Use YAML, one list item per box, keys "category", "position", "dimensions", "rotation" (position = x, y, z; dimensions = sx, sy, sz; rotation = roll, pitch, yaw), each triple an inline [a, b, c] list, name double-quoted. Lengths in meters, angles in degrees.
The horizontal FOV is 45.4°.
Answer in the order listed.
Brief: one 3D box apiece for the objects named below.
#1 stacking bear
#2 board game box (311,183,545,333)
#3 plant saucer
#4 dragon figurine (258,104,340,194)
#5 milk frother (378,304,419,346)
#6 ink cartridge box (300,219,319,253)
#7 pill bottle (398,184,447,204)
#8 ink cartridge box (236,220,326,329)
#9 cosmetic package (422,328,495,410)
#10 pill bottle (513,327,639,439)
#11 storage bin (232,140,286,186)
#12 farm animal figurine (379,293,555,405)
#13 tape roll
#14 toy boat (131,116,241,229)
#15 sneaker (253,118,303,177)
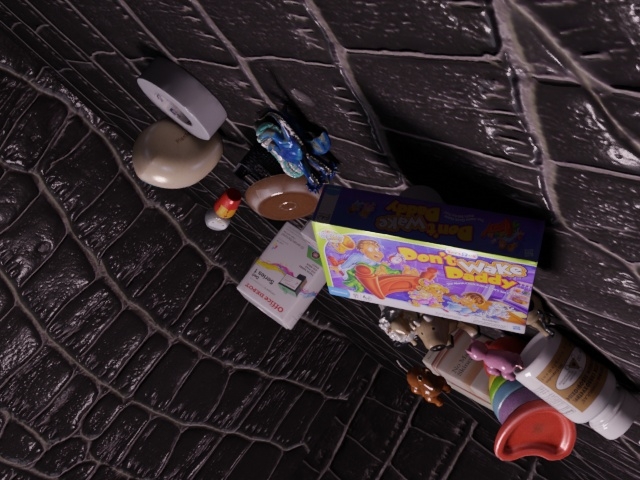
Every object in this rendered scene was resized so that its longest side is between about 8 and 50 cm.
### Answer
- category: "stacking bear"
  position: [0.451, 0.334, 1.736]
  dimensions: [0.175, 0.164, 0.289]
  rotation: [2, -148, -7]
- category: "board game box"
  position: [0.174, 0.032, 1.249]
  dimensions: [0.346, 0.078, 0.233]
  rotation: [10, 149, 16]
- category: "plant saucer"
  position: [-0.076, -0.093, 1.779]
  dimensions: [0.198, 0.036, 0.199]
  rotation: [-6, 156, -3]
- category: "dragon figurine"
  position: [-0.036, -0.180, 1.473]
  dimensions: [0.144, 0.085, 0.289]
  rotation: [35, 170, 12]
- category: "milk frother"
  position: [0.266, 0.227, 2.253]
  dimensions: [0.143, 0.129, 0.135]
  rotation: [8, -127, -46]
- category: "ink cartridge box"
  position: [0.000, 0.000, 2.249]
  dimensions: [0.088, 0.052, 0.122]
  rotation: [33, 168, 23]
- category: "pill bottle"
  position: [0.180, -0.023, 1.359]
  dimensions: [0.112, 0.112, 0.187]
  rotation: [34, 169, 21]
- category: "ink cartridge box"
  position: [-0.103, 0.113, 2.463]
  dimensions: [0.201, 0.278, 0.117]
  rotation: [33, 169, 21]
- category: "cosmetic package"
  position: [0.431, 0.343, 2.022]
  dimensions: [0.129, 0.153, 0.296]
  rotation: [45, 166, -30]
- category: "pill bottle"
  position: [0.519, 0.292, 1.546]
  dimensions: [0.229, 0.131, 0.131]
  rotation: [37, 170, 2]
- category: "storage bin"
  position: [-0.135, -0.170, 1.863]
  dimensions: [0.122, 0.084, 0.180]
  rotation: [39, 171, -8]
- category: "farm animal figurine"
  position: [0.272, 0.155, 1.565]
  dimensions: [0.172, 0.330, 0.327]
  rotation: [41, -162, -33]
- category: "tape roll"
  position: [-0.329, -0.337, 1.825]
  dimensions: [0.219, 0.072, 0.219]
  rotation: [37, 171, 7]
- category: "toy boat"
  position: [-0.333, -0.170, 1.960]
  dimensions: [0.318, 0.267, 0.148]
  rotation: [48, 139, 5]
- category: "sneaker"
  position: [-0.086, -0.206, 1.653]
  dimensions: [0.166, 0.065, 0.076]
  rotation: [50, -179, -38]
